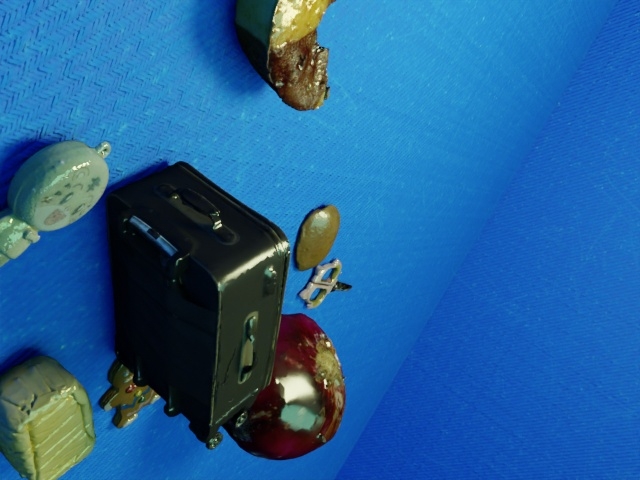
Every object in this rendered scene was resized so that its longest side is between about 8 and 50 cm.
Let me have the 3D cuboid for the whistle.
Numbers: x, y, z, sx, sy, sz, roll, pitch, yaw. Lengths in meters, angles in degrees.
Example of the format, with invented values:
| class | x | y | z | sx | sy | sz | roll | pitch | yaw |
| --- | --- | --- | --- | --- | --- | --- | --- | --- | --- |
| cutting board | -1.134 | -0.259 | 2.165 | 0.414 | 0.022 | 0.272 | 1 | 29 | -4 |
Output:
| class | x | y | z | sx | sy | sz | roll | pitch | yaw |
| --- | --- | --- | --- | --- | --- | --- | --- | --- | --- |
| whistle | -0.358 | -0.034 | 0.808 | 0.258 | 0.067 | 0.126 | -47 | 168 | -10 |

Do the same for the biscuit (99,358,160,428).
| class | x | y | z | sx | sy | sz | roll | pitch | yaw |
| --- | --- | --- | --- | --- | --- | --- | --- | --- | --- |
| biscuit | -0.361 | 0.282 | 1.265 | 0.138 | 0.031 | 0.205 | -39 | 150 | -34 |

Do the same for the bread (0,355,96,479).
| class | x | y | z | sx | sy | sz | roll | pitch | yaw |
| --- | --- | --- | --- | --- | --- | --- | --- | --- | --- |
| bread | -0.432 | 0.277 | 1.017 | 0.140 | 0.106 | 0.236 | -39 | 152 | -37 |

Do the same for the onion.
| class | x | y | z | sx | sy | sz | roll | pitch | yaw |
| --- | --- | --- | --- | --- | --- | --- | --- | --- | --- |
| onion | -0.138 | 0.348 | 1.505 | 0.385 | 0.348 | 0.347 | -26 | 168 | 23 |

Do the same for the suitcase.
| class | x | y | z | sx | sy | sz | roll | pitch | yaw |
| --- | --- | --- | --- | --- | --- | --- | --- | --- | --- |
| suitcase | -0.193 | 0.103 | 1.036 | 0.194 | 0.283 | 0.434 | -34 | 147 | -38 |

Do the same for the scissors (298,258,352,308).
| class | x | y | z | sx | sy | sz | roll | pitch | yaw |
| --- | --- | --- | --- | --- | --- | --- | --- | --- | --- |
| scissors | 0.033 | 0.125 | 1.834 | 0.160 | 0.024 | 0.317 | -59 | 157 | 7 |

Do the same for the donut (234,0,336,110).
| class | x | y | z | sx | sy | sz | roll | pitch | yaw |
| --- | --- | --- | --- | --- | --- | --- | --- | --- | --- |
| donut | -0.061 | -0.310 | 0.971 | 0.151 | 0.112 | 0.295 | -38 | 150 | -32 |

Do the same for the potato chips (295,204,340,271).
| class | x | y | z | sx | sy | sz | roll | pitch | yaw |
| --- | --- | --- | --- | --- | --- | --- | --- | --- | --- |
| potato chips | 0.000 | 0.000 | 1.578 | 0.150 | 0.049 | 0.202 | -28 | 151 | -39 |
